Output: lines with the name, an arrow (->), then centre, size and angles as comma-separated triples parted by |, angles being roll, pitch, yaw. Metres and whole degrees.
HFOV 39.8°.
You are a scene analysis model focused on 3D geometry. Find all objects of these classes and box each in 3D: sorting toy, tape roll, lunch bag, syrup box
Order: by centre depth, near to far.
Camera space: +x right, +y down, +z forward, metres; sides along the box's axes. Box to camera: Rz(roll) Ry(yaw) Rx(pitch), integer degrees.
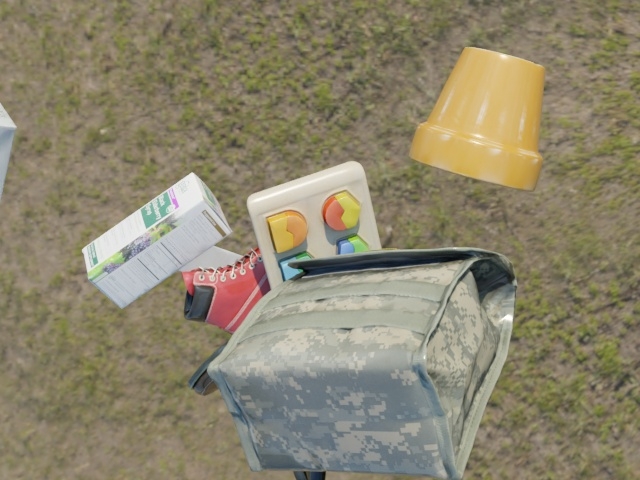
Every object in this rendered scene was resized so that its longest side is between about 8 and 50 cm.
lunch bag -> 0.062, 0.097, 0.927 | 0.235, 0.287, 0.169 | -5, 117, 28
sorting toy -> 0.000, 0.000, 1.394 | 0.038, 0.192, 0.208 | -131, 24, -66
syrup box -> -0.277, 0.000, 1.501 | 0.236, 0.096, 0.093 | -35, 40, 4
tape roll -> -0.191, 0.061, 1.844 | 0.219, 0.219, 0.072 | 16, 85, 35

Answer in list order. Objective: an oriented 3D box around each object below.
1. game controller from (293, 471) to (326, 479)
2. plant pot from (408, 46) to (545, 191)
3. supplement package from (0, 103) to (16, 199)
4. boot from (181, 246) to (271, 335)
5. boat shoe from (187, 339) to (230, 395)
game controller -> -0.018, 0.274, 1.465 | 0.166, 0.067, 0.319 | -128, 34, -50
plant pot -> 0.259, -0.193, 1.373 | 0.205, 0.205, 0.188 | 21, 101, 33
supplement package -> -0.652, -0.163, 1.552 | 0.203, 0.149, 0.194 | 45, 122, 43
boot -> -0.130, 0.040, 1.479 | 0.244, 0.176, 0.088 | -65, 22, 6
boat shoe -> -0.140, 0.251, 1.886 | 0.104, 0.307, 0.111 | 48, 145, 12
